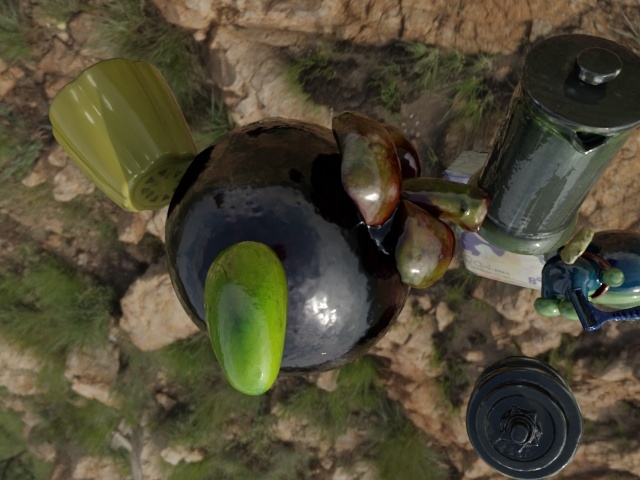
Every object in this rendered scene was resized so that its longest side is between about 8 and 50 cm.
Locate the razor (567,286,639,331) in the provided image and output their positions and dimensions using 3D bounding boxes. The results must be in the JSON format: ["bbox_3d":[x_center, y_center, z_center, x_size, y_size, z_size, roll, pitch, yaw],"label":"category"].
[{"bbox_3d":[0.656,0.133,1.163,0.325,0.093,0.056,-4,142,-6],"label":"razor"}]

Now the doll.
[{"bbox_3d":[0.637,0.073,1.311,0.199,0.322,0.185,-2,96,62],"label":"doll"}]

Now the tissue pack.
[{"bbox_3d":[0.455,-0.043,1.429,0.243,0.125,0.343,15,139,40],"label":"tissue pack"}]

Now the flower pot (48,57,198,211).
[{"bbox_3d":[-0.287,-0.148,0.901,0.179,0.195,0.195,54,128,17],"label":"flower pot"}]

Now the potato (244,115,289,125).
[{"bbox_3d":[-0.202,-0.305,1.869,0.297,0.192,0.141,-20,122,-20],"label":"potato"}]

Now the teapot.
[{"bbox_3d":[0.362,-0.167,0.904,0.201,0.270,0.337,14,150,7],"label":"teapot"}]

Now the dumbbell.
[{"bbox_3d":[0.363,0.310,1.048,0.192,0.290,0.191,-1,87,20],"label":"dumbbell"}]

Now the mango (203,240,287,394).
[{"bbox_3d":[-0.048,0.050,0.391,0.056,0.108,0.073,-1,149,-16],"label":"mango"}]

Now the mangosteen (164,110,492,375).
[{"bbox_3d":[0.000,0.000,0.817,0.435,0.382,0.382,-13,119,37],"label":"mangosteen"}]

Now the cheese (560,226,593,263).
[{"bbox_3d":[0.496,0.012,1.127,0.030,0.044,0.083,31,129,6],"label":"cheese"}]
